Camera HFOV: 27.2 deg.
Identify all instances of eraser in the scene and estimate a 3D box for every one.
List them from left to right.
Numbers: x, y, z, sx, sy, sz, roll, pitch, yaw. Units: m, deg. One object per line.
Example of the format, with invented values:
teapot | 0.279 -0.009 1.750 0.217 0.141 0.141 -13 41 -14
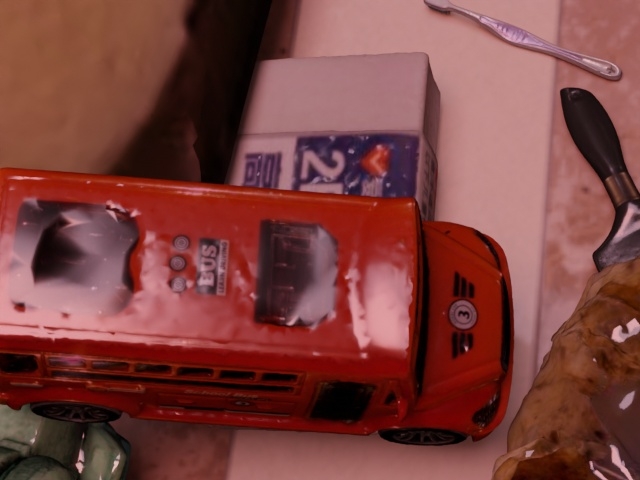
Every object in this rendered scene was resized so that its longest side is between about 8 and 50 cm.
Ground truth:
eraser | 0.000 0.000 0.745 0.124 0.068 0.210 -1 68 17

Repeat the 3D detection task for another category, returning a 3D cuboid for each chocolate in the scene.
chocolate | -0.228 -0.146 0.716 0.326 0.297 0.314 3 67 26

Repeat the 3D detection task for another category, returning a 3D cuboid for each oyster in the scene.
oyster | 0.148 0.115 0.636 0.161 0.107 0.232 31 82 30

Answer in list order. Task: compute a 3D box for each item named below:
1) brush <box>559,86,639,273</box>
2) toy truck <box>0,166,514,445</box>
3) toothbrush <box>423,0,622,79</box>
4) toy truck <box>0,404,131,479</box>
brush | 0.176 -0.008 0.731 0.063 0.016 0.193 -22 66 6
toy truck | -0.029 0.031 0.619 0.253 0.114 0.107 4 70 -4
toothbrush | 0.120 -0.122 0.794 0.131 0.013 0.011 26 87 21
toy truck | -0.202 0.202 0.667 0.155 0.156 0.278 10 72 18
